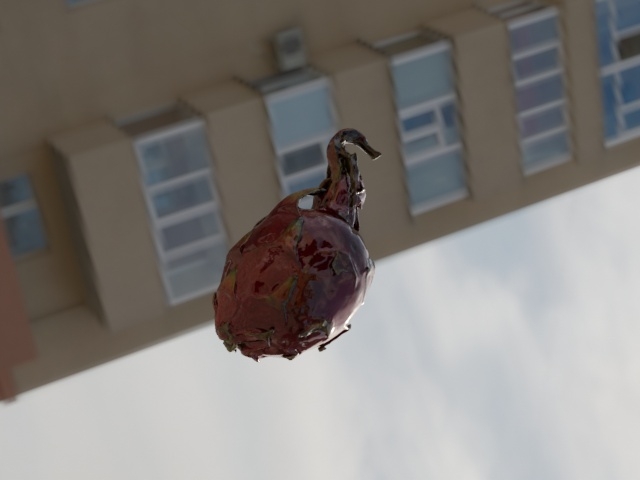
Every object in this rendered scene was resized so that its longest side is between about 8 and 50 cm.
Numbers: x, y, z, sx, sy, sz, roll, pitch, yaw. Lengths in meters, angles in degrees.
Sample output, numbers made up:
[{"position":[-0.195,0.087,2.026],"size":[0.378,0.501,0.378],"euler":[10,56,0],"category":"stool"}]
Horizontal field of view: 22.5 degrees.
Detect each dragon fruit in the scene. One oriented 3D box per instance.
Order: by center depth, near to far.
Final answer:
[{"position":[0.000,0.000,1.048],"size":[0.094,0.190,0.094],"euler":[23,-31,15],"category":"dragon fruit"}]
